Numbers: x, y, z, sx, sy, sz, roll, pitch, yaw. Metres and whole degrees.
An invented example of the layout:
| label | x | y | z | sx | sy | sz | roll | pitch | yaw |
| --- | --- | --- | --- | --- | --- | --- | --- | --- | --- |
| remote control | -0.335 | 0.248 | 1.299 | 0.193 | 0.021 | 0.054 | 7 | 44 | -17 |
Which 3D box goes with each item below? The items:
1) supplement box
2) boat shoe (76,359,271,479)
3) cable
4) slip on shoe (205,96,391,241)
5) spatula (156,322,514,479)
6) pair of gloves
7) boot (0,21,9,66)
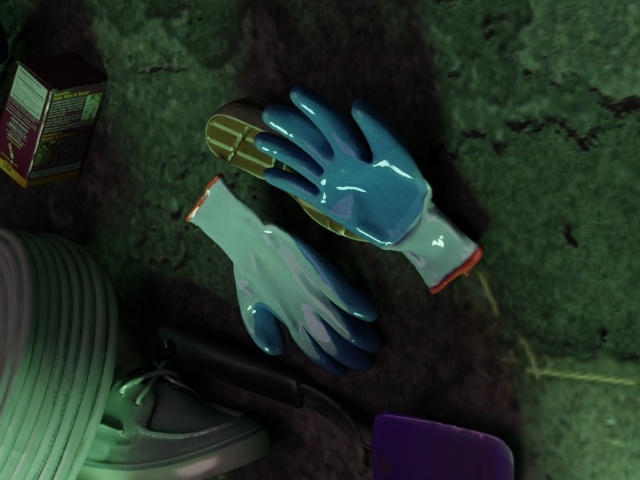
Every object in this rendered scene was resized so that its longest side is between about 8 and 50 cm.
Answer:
| label | x | y | z | sx | sy | sz | roll | pitch | yaw |
| --- | --- | --- | --- | --- | --- | --- | --- | --- | --- |
| supplement box | -0.193 | -0.085 | 1.299 | 0.043 | 0.055 | 0.083 | 39 | 123 | 28 |
| boat shoe | -0.128 | 0.126 | 1.277 | 0.227 | 0.079 | 0.081 | -6 | 100 | 46 |
| cable | -0.246 | 0.109 | 1.305 | 0.257 | 0.089 | 0.257 | -58 | 33 | 11 |
| slip on shoe | -0.007 | -0.048 | 1.154 | 0.135 | 0.041 | 0.051 | 28 | 128 | 14 |
| spatula | 0.000 | 0.113 | 1.192 | 0.296 | 0.030 | 0.084 | 24 | 130 | 37 |
| pair of gloves | 0.000 | 0.000 | 1.136 | 0.159 | 0.023 | 0.198 | 44 | 129 | 0 |
| boot | -0.361 | -0.169 | 1.407 | 0.338 | 0.118 | 0.223 | 47 | 115 | 28 |
